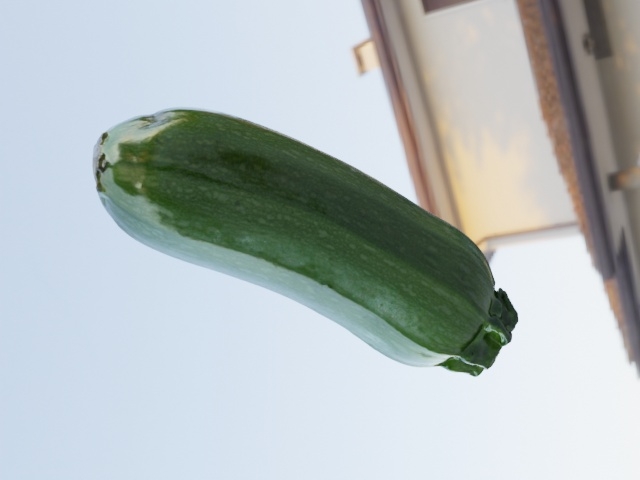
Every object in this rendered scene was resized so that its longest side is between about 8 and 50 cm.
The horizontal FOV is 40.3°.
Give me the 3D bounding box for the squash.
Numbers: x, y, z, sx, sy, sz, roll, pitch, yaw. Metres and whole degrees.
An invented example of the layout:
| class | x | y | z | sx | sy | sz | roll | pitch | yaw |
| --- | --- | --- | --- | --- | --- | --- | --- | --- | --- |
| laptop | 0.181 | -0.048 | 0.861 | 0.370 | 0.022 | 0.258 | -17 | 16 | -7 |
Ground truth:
| class | x | y | z | sx | sy | sz | roll | pitch | yaw |
| --- | --- | --- | --- | --- | --- | --- | --- | --- | --- |
| squash | 0.000 | 0.000 | 0.406 | 0.219 | 0.068 | 0.077 | 28 | -124 | -16 |
